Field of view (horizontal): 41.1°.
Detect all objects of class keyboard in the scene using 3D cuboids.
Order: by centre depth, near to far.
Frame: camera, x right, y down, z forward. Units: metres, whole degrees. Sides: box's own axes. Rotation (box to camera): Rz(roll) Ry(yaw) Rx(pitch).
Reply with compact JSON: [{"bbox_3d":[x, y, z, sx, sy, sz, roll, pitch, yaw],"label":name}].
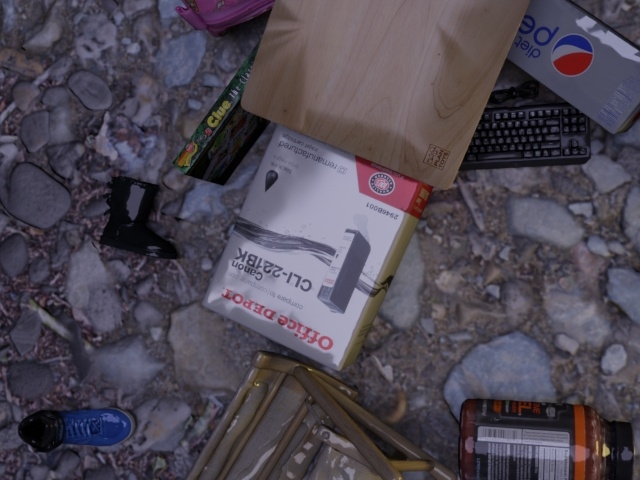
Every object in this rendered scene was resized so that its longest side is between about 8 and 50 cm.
[{"bbox_3d":[0.243,-0.146,1.069,0.180,0.023,0.108,-2,88,12],"label":"keyboard"}]

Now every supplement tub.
[{"bbox_3d":[0.265,0.244,1.010,0.197,0.106,0.106,1,89,12],"label":"supplement tub"}]

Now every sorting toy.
[{"bbox_3d":[0.076,-0.226,0.963,0.255,0.089,0.257,22,105,3],"label":"sorting toy"}]

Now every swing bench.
[{"bbox_3d":[-0.022,0.311,1.039,0.254,0.165,0.253,36,98,35],"label":"swing bench"}]

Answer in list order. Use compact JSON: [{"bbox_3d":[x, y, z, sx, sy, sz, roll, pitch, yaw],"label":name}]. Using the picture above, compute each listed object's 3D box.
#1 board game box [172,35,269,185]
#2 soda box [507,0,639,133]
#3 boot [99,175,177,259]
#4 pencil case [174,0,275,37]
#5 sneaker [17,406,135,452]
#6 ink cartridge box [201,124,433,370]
[{"bbox_3d":[-0.080,-0.186,1.087,0.030,0.136,0.260,39,96,15],"label":"board game box"},{"bbox_3d":[0.266,-0.244,1.007,0.286,0.098,0.091,41,115,16],"label":"soda box"},{"bbox_3d":[-0.244,-0.031,1.169,0.121,0.045,0.099,14,88,14],"label":"boot"},{"bbox_3d":[-0.007,-0.389,1.067,0.386,0.167,0.160,-18,115,12],"label":"pencil case"},{"bbox_3d":[-0.335,0.257,1.159,0.152,0.084,0.058,1,89,13],"label":"sneaker"},{"bbox_3d":[0.000,0.000,1.073,0.197,0.114,0.273,24,94,12],"label":"ink cartridge box"}]
